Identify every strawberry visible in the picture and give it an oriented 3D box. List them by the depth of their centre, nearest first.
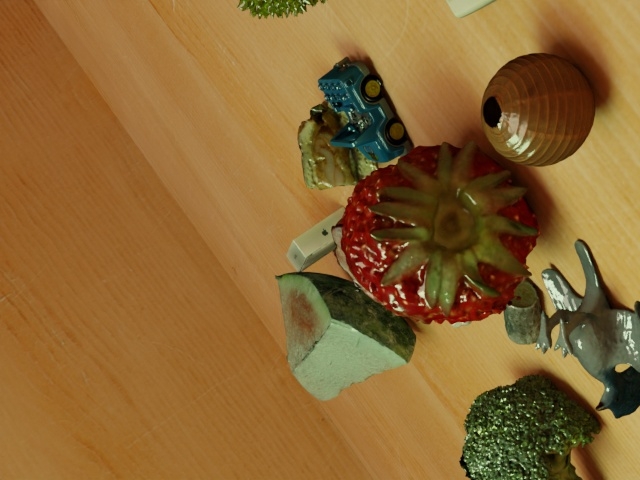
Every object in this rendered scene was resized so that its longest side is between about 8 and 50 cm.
[{"bbox_3d":[0.168,0.011,1.776,0.292,0.292,0.343,54,170,10],"label":"strawberry"}]

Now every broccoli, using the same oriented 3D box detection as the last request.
[{"bbox_3d":[0.397,0.409,2.035,0.361,0.221,0.252,47,173,-8],"label":"broccoli"}]

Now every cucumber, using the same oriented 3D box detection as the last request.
[{"bbox_3d":[0.320,0.113,1.900,0.064,0.064,0.112,43,158,40],"label":"cucumber"}]

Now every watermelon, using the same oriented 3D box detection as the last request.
[{"bbox_3d":[0.027,0.212,2.543,0.228,0.258,0.387,14,-169,-37],"label":"watermelon"}]

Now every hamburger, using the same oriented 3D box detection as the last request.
[{"bbox_3d":[0.035,-0.163,2.135,0.207,0.135,0.155,23,-117,-84],"label":"hamburger"}]

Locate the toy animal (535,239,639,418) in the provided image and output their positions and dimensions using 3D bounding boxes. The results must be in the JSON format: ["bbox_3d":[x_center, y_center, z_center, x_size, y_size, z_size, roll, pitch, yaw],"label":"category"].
[{"bbox_3d":[0.387,0.127,1.691,0.239,0.176,0.255,20,107,60],"label":"toy animal"}]

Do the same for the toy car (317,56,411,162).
[{"bbox_3d":[0.061,-0.201,1.968,0.191,0.100,0.097,58,162,-21],"label":"toy car"}]

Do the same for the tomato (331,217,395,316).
[{"bbox_3d":[0.123,0.030,2.234,0.199,0.112,0.228,42,163,19],"label":"tomato"}]

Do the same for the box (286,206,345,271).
[{"bbox_3d":[0.000,0.000,2.510,0.051,0.129,0.130,54,165,9],"label":"box"}]

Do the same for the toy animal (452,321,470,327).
[{"bbox_3d":[0.181,0.023,1.997,0.138,0.140,0.282,52,173,-30],"label":"toy animal"}]

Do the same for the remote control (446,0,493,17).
[{"bbox_3d":[0.189,-0.324,1.416,0.090,0.049,0.230,60,166,-5],"label":"remote control"}]

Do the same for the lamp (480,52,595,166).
[{"bbox_3d":[0.253,-0.153,1.411,0.136,0.136,0.136,51,164,21],"label":"lamp"}]

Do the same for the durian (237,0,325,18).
[{"bbox_3d":[-0.073,-0.437,1.783,0.200,0.176,0.237,23,137,29],"label":"durian"}]
